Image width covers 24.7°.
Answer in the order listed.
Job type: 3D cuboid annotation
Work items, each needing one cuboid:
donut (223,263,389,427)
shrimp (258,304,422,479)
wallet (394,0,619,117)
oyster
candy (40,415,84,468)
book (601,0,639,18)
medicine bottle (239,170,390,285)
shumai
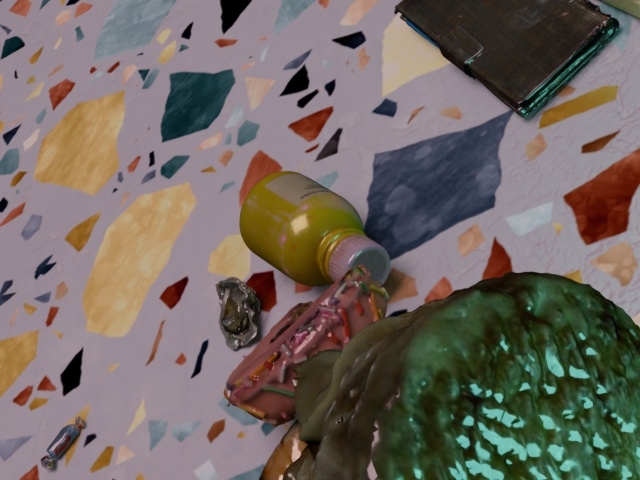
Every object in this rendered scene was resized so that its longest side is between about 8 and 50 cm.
[{"bbox_3d":[-0.019,0.132,1.683,0.199,0.085,0.233,-46,4,-28],"label":"donut"},{"bbox_3d":[0.076,0.233,1.612,0.365,0.071,0.233,-45,49,3],"label":"shrimp"},{"bbox_3d":[0.234,-0.285,1.892,0.169,0.044,0.317,-43,41,0],"label":"wallet"},{"bbox_3d":[-0.107,0.096,1.912,0.098,0.037,0.100,-24,64,52],"label":"oyster"},{"bbox_3d":[-0.351,0.276,1.987,0.083,0.020,0.030,-50,40,-5],"label":"candy"},{"bbox_3d":[0.454,-0.453,1.833,0.371,0.043,0.260,-46,38,0],"label":"book"},{"bbox_3d":[0.000,0.000,1.814,0.122,0.122,0.212,-52,40,-5],"label":"medicine bottle"},{"bbox_3d":[0.118,0.241,1.392,0.348,0.395,0.395,-32,38,50],"label":"shumai"}]
